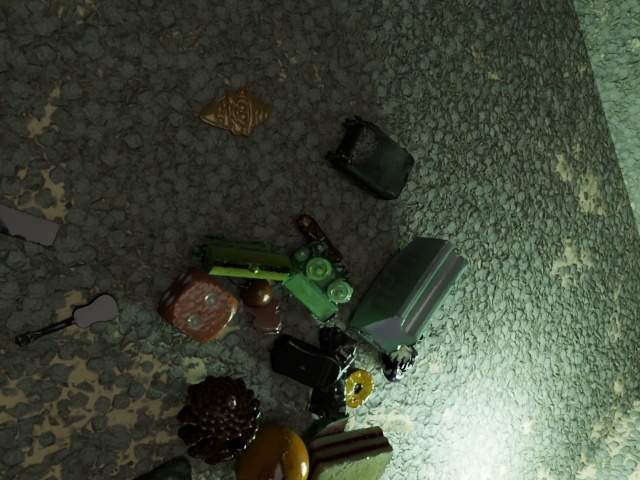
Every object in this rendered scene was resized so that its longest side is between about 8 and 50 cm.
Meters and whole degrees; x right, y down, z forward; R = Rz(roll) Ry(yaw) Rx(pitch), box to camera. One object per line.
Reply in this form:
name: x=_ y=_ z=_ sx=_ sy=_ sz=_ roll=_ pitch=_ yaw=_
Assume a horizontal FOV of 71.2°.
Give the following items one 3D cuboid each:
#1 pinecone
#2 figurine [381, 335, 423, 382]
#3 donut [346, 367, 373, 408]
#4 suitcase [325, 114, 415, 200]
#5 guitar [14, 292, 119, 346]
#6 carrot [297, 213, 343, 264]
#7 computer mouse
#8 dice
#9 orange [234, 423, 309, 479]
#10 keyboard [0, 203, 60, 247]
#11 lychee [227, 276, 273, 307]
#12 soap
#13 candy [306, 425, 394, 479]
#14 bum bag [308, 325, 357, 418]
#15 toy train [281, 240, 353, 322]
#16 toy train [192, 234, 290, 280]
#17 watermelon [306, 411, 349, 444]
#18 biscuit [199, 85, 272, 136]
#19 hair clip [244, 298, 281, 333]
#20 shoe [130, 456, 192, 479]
pinecone: x=-0.318 y=0.567 z=1.382 sx=0.264 sy=0.264 sz=0.264 roll=-2 pitch=95 yaw=-27
figurine: x=0.305 y=0.447 z=1.767 sx=0.145 sy=0.145 sz=0.222 roll=33 pitch=68 yaw=-25
donut: x=0.130 y=0.559 z=1.711 sx=0.152 sy=0.058 sz=0.151 roll=-2 pitch=95 yaw=-28
suitcase: x=0.188 y=-0.293 z=1.639 sx=0.312 sy=0.128 sz=0.202 roll=32 pitch=79 yaw=-26
guitar: x=-0.713 y=0.233 z=1.263 sx=0.271 sy=0.038 sz=0.083 roll=-23 pitch=102 yaw=-24
carrot: x=0.000 y=0.001 z=1.600 sx=0.069 sy=0.069 sz=0.228 roll=-47 pitch=113 yaw=-17
computer mouse: x=-0.058 y=0.423 z=1.573 sx=0.264 sy=0.088 sz=0.147 roll=23 pitch=102 yaw=-5
dice: x=-0.374 y=0.197 z=1.360 sx=0.175 sy=0.174 sz=0.179 roll=47 pitch=72 yaw=-24
orange: x=-0.159 y=0.736 z=1.471 sx=0.246 sy=0.246 sz=0.246 roll=-2 pitch=95 yaw=-27
keyboard: x=-0.817 y=-0.046 z=1.203 sx=0.197 sy=0.015 sz=0.074 roll=23 pitch=79 yaw=-27
lychee: x=-0.223 y=0.171 z=1.477 sx=0.140 sy=0.114 sz=0.101 roll=7 pitch=83 yaw=-42
soap: x=0.317 y=0.202 z=1.667 sx=0.156 sy=0.261 sz=0.446 roll=43 pitch=76 yaw=-24
candy: x=0.090 y=0.806 z=1.640 sx=0.321 sy=0.135 sz=0.179 roll=1 pitch=118 yaw=-26
bum bag: x=0.047 y=0.483 z=1.633 sx=0.144 sy=0.095 sz=0.340 roll=8 pitch=89 yaw=12
toy train: x=-0.009 y=0.137 z=1.540 sx=0.188 sy=0.159 sz=0.271 roll=-39 pitch=113 yaw=12
toy train: x=-0.240 y=0.051 z=1.408 sx=0.308 sy=0.189 sz=0.126 roll=9 pitch=87 yaw=-29
watermelon: x=0.030 y=0.708 z=1.672 sx=0.187 sy=0.071 sz=0.139 roll=-28 pitch=124 yaw=-11
biscuit: x=-0.269 y=-0.414 z=1.452 sx=0.250 sy=0.035 sz=0.162 roll=-16 pitch=97 yaw=-24
hair clip: x=-0.182 y=0.252 z=1.486 sx=0.123 sy=0.138 sz=0.102 roll=-3 pitch=90 yaw=-20
shoe: x=-0.518 y=0.785 z=1.344 sx=0.293 sy=0.149 sz=0.109 roll=-28 pitch=107 yaw=-24
